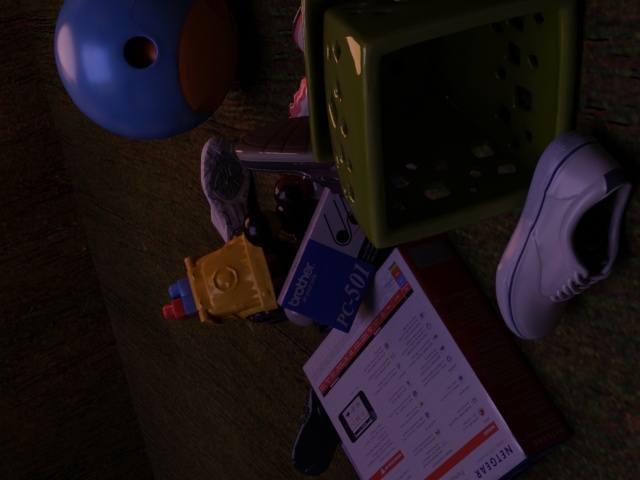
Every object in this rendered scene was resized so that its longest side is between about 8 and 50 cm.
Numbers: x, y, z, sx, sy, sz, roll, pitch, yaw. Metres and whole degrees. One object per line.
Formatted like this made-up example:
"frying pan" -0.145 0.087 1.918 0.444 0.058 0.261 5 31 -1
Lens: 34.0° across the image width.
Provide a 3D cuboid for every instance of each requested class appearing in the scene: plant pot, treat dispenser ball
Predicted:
"plant pot" 0.104 -0.157 1.063 0.207 0.227 0.228 -131 29 -51
"treat dispenser ball" -0.270 -0.302 1.645 0.288 0.288 0.288 46 148 41

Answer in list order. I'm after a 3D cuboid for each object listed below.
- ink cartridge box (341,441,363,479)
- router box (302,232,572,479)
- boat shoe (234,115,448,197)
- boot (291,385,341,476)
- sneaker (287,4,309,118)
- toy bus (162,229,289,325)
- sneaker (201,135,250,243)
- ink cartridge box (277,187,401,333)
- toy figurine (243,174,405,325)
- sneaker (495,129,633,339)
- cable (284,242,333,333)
"ink cartridge box" 0.127 0.323 1.598 0.185 0.065 0.311 58 152 22
"router box" 0.133 0.208 1.381 0.301 0.082 0.335 60 144 20
"boat shoe" 0.033 -0.096 1.266 0.285 0.103 0.092 -2 123 20
"boot" 0.023 0.247 1.699 0.178 0.085 0.236 -59 -8 -82
"sneaker" 0.047 -0.205 1.308 0.136 0.116 0.314 46 156 22
"toy bus" -0.153 0.083 1.745 0.220 0.211 0.149 47 -156 -79
"sneaker" -0.172 -0.075 1.874 0.115 0.090 0.232 23 129 63
"ink cartridge box" 0.029 0.005 1.344 0.046 0.097 0.207 -160 93 -80
"toy figurine" 0.000 0.000 1.490 0.213 0.148 0.209 65 156 10
"sneaker" 0.244 0.017 1.053 0.091 0.094 0.258 53 151 42
"cable" -0.001 0.093 1.694 0.184 0.047 0.150 40 143 47
